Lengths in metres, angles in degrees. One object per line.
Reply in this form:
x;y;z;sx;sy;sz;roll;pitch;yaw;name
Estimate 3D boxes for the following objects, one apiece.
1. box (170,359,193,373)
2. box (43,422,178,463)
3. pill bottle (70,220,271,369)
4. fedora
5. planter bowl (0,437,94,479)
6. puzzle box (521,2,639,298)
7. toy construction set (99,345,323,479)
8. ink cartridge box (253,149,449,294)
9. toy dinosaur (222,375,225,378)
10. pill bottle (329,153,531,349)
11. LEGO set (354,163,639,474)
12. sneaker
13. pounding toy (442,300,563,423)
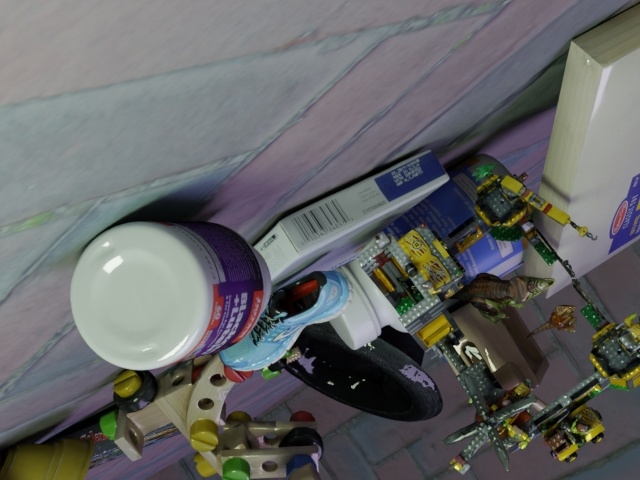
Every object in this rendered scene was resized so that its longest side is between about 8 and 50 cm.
-0.137;0.155;1.854;0.114;0.036;0.207;-28;171;-30;box
-0.291;0.285;1.886;0.233;0.044;0.159;-20;170;-13;box
-0.105;0.038;1.013;0.108;0.108;0.193;-34;172;14;pill bottle
0.066;0.141;1.953;0.152;0.334;0.334;-62;-178;-20;fedora
-0.377;0.325;1.640;0.217;0.090;0.217;-53;-164;21;planter bowl
0.370;-0.124;1.501;0.272;0.052;0.409;-30;149;-22;puzzle box
-0.134;0.258;1.620;0.237;0.308;0.257;-23;148;8;toy construction set
0.000;0.000;1.404;0.223;0.045;0.224;-27;171;-36;ink cartridge box
-0.207;0.247;2.052;0.212;0.064;0.112;-28;172;-25;toy dinosaur
0.127;0.019;1.629;0.272;0.152;0.152;-30;172;-10;pill bottle
0.194;0.069;1.394;0.255;0.331;0.192;-29;157;5;LEGO set
-0.047;0.077;1.377;0.162;0.063;0.073;-37;154;12;sneaker
0.209;0.162;1.577;0.094;0.181;0.206;-32;177;17;pounding toy
